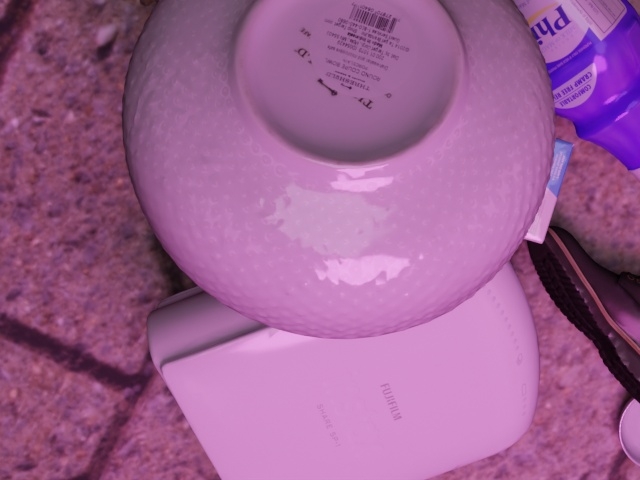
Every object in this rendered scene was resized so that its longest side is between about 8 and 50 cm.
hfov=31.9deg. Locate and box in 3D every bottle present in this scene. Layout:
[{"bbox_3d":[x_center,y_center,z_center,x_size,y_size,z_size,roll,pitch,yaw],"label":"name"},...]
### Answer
[{"bbox_3d":[0.213,-0.171,0.966,0.283,0.118,0.092,47,53,-9],"label":"bottle"}]

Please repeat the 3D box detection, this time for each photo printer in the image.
[{"bbox_3d":[0.037,0.112,0.981,0.307,0.107,0.256,-20,126,2],"label":"photo printer"}]

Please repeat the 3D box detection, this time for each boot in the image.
[{"bbox_3d":[0.296,0.039,1.037,0.137,0.077,0.198,-38,98,-8],"label":"boot"}]

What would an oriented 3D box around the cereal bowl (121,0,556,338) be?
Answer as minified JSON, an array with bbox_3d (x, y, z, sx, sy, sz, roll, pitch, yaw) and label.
[{"bbox_3d":[0.015,-0.103,0.834,0.338,0.141,0.339,1,74,-2],"label":"cereal bowl"}]

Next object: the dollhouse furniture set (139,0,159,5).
[{"bbox_3d":[-0.145,-0.257,0.985,0.101,0.161,0.182,-46,144,-26],"label":"dollhouse furniture set"}]

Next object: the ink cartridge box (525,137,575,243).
[{"bbox_3d":[0.135,-0.066,0.996,0.143,0.090,0.092,16,99,-2],"label":"ink cartridge box"}]

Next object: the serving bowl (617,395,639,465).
[{"bbox_3d":[0.323,0.176,1.072,0.083,0.027,0.083,0,101,-1],"label":"serving bowl"}]
